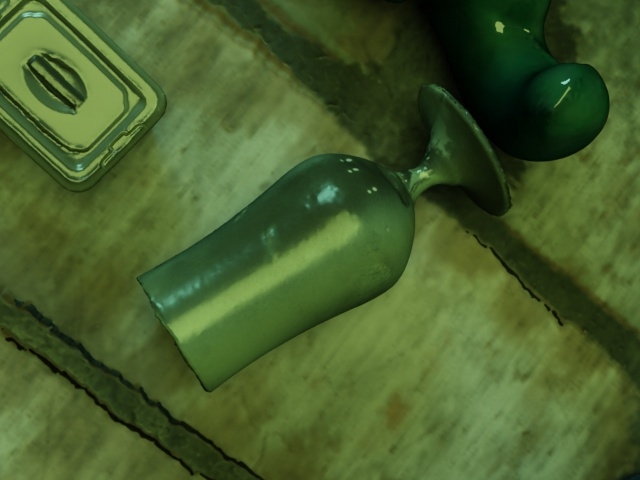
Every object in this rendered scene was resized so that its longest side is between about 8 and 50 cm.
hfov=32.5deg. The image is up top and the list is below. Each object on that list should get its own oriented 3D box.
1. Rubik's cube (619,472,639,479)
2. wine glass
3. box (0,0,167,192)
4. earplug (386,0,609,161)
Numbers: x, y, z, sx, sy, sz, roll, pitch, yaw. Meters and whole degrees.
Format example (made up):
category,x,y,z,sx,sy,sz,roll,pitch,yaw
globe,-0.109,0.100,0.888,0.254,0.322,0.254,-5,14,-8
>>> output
category,x,y,z,sx,sy,sz,roll,pitch,yaw
Rubik's cube,0.284,0.307,0.605,0.362,0.363,0.359,-14,84,-7
wine glass,0.000,0.000,0.709,0.231,0.103,0.103,-32,91,-7
box,-0.168,-0.096,0.705,0.122,0.062,0.089,44,79,-5
earplug,0.067,-0.190,0.687,0.280,0.164,0.257,33,58,-17
